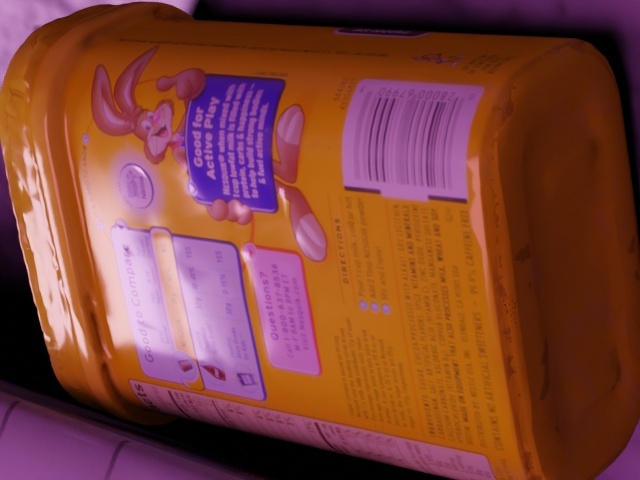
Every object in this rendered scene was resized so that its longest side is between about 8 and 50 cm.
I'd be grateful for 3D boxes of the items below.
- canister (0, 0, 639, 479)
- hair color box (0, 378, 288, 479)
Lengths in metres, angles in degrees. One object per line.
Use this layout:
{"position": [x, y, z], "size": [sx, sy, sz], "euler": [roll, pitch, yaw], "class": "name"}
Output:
{"position": [0.000, 0.000, 0.538], "size": [0.170, 0.073, 0.126], "euler": [8, 117, 39], "class": "canister"}
{"position": [-0.133, 0.135, 0.641], "size": [0.374, 0.113, 0.185], "euler": [14, 83, 40], "class": "hair color box"}
